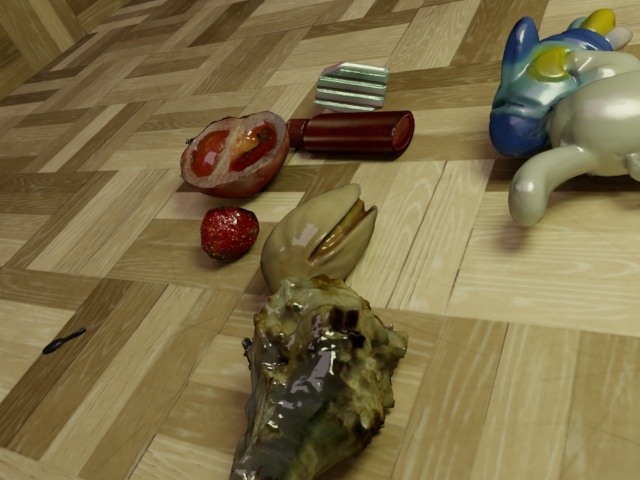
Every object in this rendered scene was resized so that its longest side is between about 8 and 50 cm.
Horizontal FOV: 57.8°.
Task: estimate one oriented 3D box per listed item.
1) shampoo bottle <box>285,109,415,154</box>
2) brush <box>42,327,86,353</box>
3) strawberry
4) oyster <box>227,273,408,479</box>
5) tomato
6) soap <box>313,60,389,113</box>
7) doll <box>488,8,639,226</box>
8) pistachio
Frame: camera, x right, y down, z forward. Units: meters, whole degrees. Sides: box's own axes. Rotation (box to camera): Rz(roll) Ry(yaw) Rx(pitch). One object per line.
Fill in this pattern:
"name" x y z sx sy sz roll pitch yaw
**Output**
"shampoo bottle" 0.046 -0.209 1.126 0.260 0.064 0.102 7 48 33
"brush" -0.439 0.170 0.993 0.083 0.008 0.024 -27 35 -2
"strawberry" -0.155 -0.012 0.990 0.106 0.106 0.106 -15 39 12
"oyster" -0.036 0.192 0.644 0.197 0.133 0.337 27 73 15
"tomato" -0.155 -0.145 1.124 0.227 0.112 0.199 0 52 27
"soap" 0.063 -0.319 1.214 0.148 0.100 0.056 7 36 0
"doll" 0.390 -0.199 0.861 0.375 0.187 0.366 -7 45 -15
"pistachio" 0.000 0.000 0.865 0.223 0.126 0.152 -45 7 -25
